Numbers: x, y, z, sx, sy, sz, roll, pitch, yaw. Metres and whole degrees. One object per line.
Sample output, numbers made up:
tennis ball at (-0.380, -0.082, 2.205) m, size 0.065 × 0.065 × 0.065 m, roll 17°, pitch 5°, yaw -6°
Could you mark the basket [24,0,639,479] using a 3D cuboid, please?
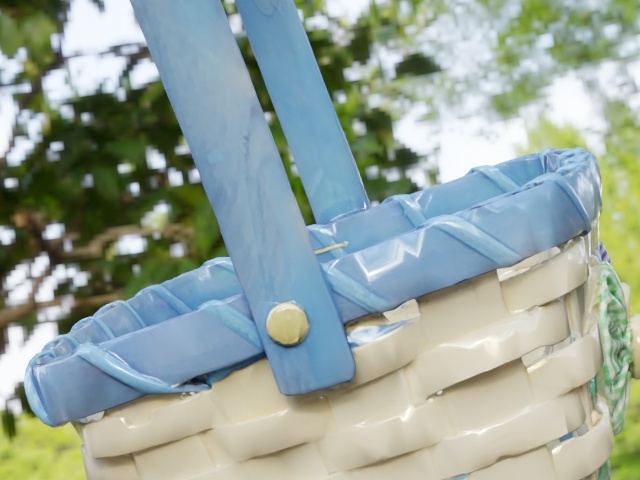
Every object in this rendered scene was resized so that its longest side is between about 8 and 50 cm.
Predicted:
basket at (0.000, 0.000, 0.584) m, size 0.201 × 0.289 × 0.255 m, roll -24°, pitch 6°, yaw 9°
